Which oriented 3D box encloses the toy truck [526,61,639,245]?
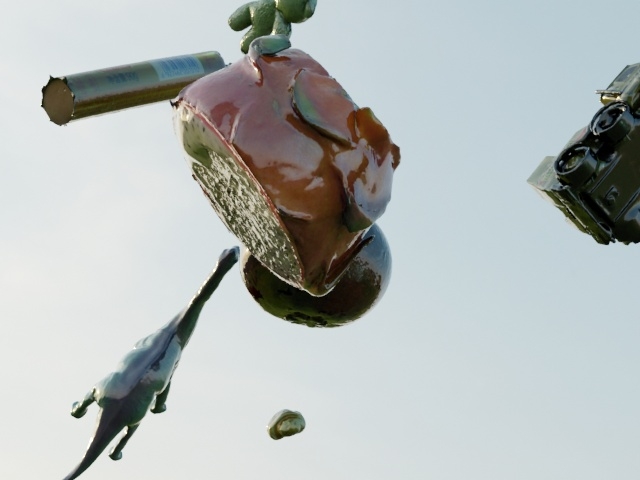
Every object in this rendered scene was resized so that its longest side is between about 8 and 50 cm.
[{"bbox_3d":[0.345,-0.123,1.707,0.127,0.257,0.127,44,-7,-24],"label":"toy truck"}]

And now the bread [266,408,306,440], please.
[{"bbox_3d":[-0.043,0.220,1.893,0.049,0.033,0.088,-22,-4,-2],"label":"bread"}]

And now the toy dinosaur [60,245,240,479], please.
[{"bbox_3d":[-0.275,0.198,2.492,0.129,0.383,0.331,36,-39,0],"label":"toy dinosaur"}]

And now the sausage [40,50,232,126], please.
[{"bbox_3d":[-0.267,-0.249,2.471,0.082,0.082,0.371,-11,4,45],"label":"sausage"}]

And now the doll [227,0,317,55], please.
[{"bbox_3d":[-0.063,-0.324,2.220,0.150,0.115,0.077,-28,-19,30],"label":"doll"}]

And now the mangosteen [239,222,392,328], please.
[{"bbox_3d":[0.000,0.000,2.378,0.236,0.261,0.235,11,-14,3],"label":"mangosteen"}]

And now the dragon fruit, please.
[{"bbox_3d":[-0.030,-0.103,1.800,0.290,0.189,0.290,46,-15,16],"label":"dragon fruit"}]
